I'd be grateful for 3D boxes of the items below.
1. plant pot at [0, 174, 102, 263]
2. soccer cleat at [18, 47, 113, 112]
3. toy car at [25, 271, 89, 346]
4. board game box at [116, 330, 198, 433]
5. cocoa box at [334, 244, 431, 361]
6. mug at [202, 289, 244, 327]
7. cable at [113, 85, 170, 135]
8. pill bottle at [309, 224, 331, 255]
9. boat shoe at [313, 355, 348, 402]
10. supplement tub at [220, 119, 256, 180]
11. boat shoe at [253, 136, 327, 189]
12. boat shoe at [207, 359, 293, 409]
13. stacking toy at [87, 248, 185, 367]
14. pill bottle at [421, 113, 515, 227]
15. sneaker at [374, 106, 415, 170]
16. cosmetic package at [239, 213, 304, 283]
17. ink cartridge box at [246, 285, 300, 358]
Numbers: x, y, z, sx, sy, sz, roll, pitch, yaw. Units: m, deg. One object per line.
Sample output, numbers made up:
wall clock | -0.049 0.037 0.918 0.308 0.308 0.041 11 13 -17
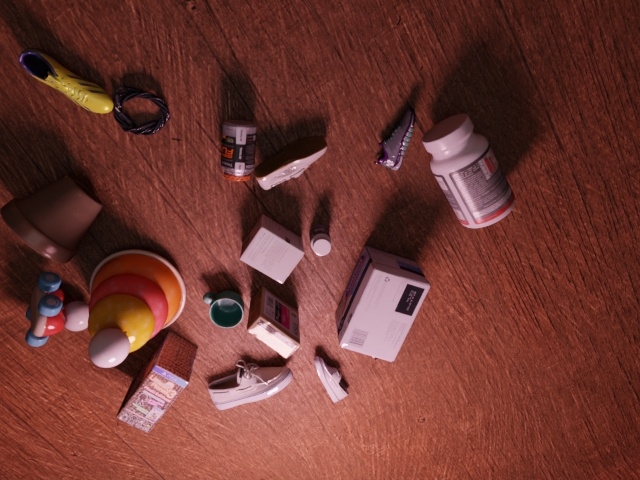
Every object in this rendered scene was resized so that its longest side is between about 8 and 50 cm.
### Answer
plant pot | -0.874 -0.092 1.586 0.229 0.263 0.263 -46 110 -7
soccer cleat | -0.798 -0.490 1.477 0.289 0.121 0.093 34 105 -17
toy car | -0.941 0.262 1.759 0.237 0.210 0.219 11 128 -40
board game box | -0.632 0.550 1.847 0.141 0.232 0.291 35 104 -17
cocoa box | 0.224 0.235 1.801 0.231 0.228 0.348 17 109 -11
mug | -0.365 0.247 1.823 0.129 0.097 0.158 -19 111 3
cable | -0.593 -0.422 1.564 0.184 0.047 0.151 13 110 -11
pill bottle | 0.000 0.000 1.736 0.078 0.137 0.078 -2 112 -5
boat shoe | 0.046 0.577 2.004 0.084 0.095 0.258 -24 122 0
supplement tub | -0.279 -0.306 1.600 0.116 0.117 0.191 4 111 -7
boat shoe | -0.098 -0.268 1.653 0.276 0.098 0.096 -27 141 -4
boat shoe | -0.303 0.568 1.949 0.366 0.136 0.157 -20 109 14
stacking toy | -0.672 0.268 1.597 0.349 0.480 0.351 -2 112 -4
pill bottle | 0.514 -0.241 1.648 0.210 0.210 0.363 -32 111 8
sneaker | 0.260 -0.359 1.649 0.098 0.083 0.224 13 111 -5
cosmetic package | -0.176 0.029 1.724 0.183 0.151 0.152 31 105 -17
ink cartridge box | -0.175 0.304 1.788 0.193 0.235 0.088 38 105 -18
